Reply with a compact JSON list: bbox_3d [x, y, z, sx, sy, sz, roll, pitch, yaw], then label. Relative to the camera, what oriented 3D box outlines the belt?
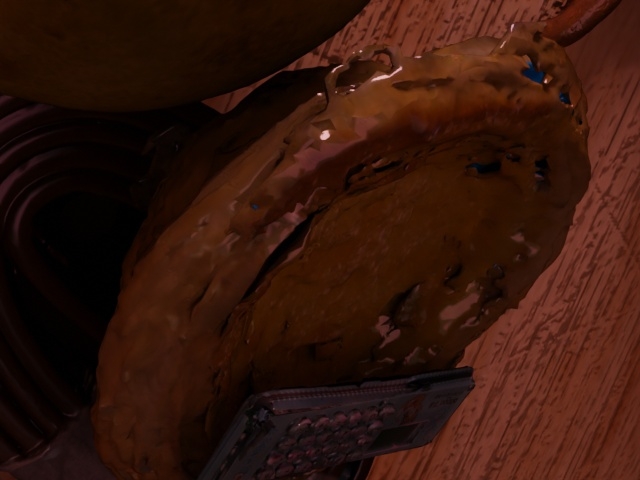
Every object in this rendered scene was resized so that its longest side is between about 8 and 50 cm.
[{"bbox_3d":[-0.098,0.040,0.767,0.217,0.122,0.338,-45,125,-9],"label":"belt"}]

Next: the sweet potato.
[{"bbox_3d":[0.202,-0.172,0.909,0.179,0.044,0.044,-32,123,-17],"label":"sweet potato"}]

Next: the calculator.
[{"bbox_3d":[0.015,0.085,0.669,0.172,0.018,0.057,0,133,-53],"label":"calculator"}]

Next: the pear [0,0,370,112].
[{"bbox_3d":[-0.077,-0.219,0.575,0.304,0.304,0.304,-12,116,-26],"label":"pear"}]

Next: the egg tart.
[{"bbox_3d":[0.000,0.000,0.663,0.291,0.107,0.291,-30,148,-21],"label":"egg tart"}]
